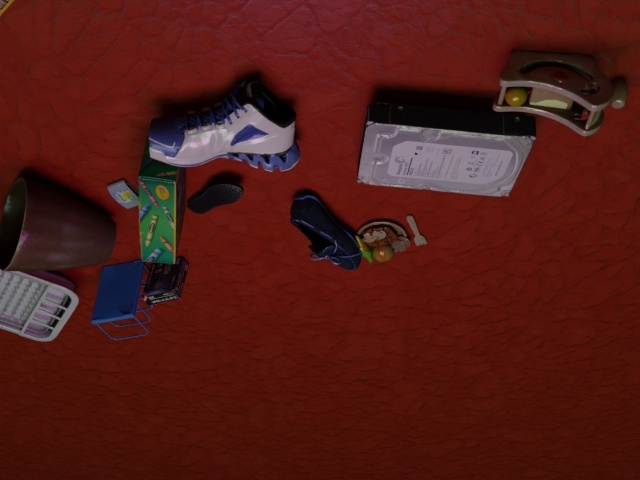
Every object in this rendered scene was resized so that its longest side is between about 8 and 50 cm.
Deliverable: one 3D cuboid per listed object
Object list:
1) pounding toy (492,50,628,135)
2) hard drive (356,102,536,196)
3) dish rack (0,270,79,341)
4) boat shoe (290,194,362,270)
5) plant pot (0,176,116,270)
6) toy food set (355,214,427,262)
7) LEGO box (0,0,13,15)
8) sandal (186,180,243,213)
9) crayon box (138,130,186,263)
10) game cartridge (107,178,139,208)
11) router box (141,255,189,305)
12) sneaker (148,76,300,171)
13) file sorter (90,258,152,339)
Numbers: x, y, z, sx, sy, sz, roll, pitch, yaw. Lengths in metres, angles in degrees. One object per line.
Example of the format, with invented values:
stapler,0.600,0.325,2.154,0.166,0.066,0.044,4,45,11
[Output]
pounding toy,0.466,-0.257,1.697,0.270,0.154,0.154,4,140,0
hard drive,0.253,-0.185,1.829,0.339,0.064,0.237,6,152,-1
dish rack,-0.819,0.132,2.306,0.333,0.072,0.285,22,137,-21
boat shoe,0.000,0.000,2.071,0.109,0.089,0.258,-10,136,43
plant pot,-0.602,-0.017,2.035,0.231,0.215,0.215,13,141,-32
toy food set,0.149,0.004,2.115,0.192,0.038,0.132,-13,137,18
LEGO box,-0.474,-0.496,1.209,0.193,0.500,0.372,34,131,-32
sandal,-0.243,-0.108,2.017,0.179,0.040,0.067,-18,132,44
crayon box,-0.345,-0.098,1.930,0.081,0.165,0.278,7,139,-4
game cartridge,-0.455,-0.107,2.043,0.056,0.017,0.083,-14,137,25
router box,-0.388,0.101,2.201,0.092,0.122,0.038,-13,132,18
sneaker,-0.187,-0.250,1.787,0.316,0.127,0.182,2,137,-10
file sorter,-0.492,0.153,2.235,0.118,0.170,0.104,-11,140,16
